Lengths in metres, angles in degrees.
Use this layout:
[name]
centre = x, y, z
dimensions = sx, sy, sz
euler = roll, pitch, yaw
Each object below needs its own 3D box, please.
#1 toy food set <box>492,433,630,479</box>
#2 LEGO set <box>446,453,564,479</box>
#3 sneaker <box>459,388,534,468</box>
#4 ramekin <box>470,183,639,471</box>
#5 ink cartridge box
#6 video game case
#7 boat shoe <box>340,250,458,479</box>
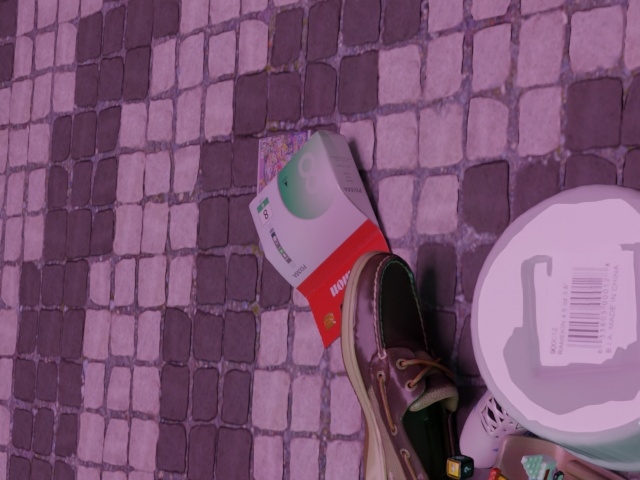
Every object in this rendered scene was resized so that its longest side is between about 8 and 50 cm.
[toy food set]
centre = 0.268, 0.351, 1.584
dimensions = 0.306, 0.092, 0.220
euler = 26, 106, 52
[LEGO set]
centre = 0.194, 0.321, 1.579
dimensions = 0.182, 0.060, 0.244
euler = -35, 66, 47
[sneaker]
centre = 0.213, 0.165, 1.693
dimensions = 0.237, 0.086, 0.085
euler = -54, 48, 36
[ramekin]
centre = 0.279, 0.078, 1.502
dimensions = 0.277, 0.135, 0.277
euler = -8, 75, 32
[ink cartridge box]
centre = 0.000, 0.000, 2.021
dimensions = 0.181, 0.056, 0.225
euler = -45, 53, 42
[video game case]
centre = -0.048, -0.102, 2.142
dimensions = 0.122, 0.011, 0.087
euler = -5, 81, 53
[boat shoe]
centre = 0.111, 0.176, 1.810
dimensions = 0.123, 0.123, 0.342
euler = -12, 79, 44
